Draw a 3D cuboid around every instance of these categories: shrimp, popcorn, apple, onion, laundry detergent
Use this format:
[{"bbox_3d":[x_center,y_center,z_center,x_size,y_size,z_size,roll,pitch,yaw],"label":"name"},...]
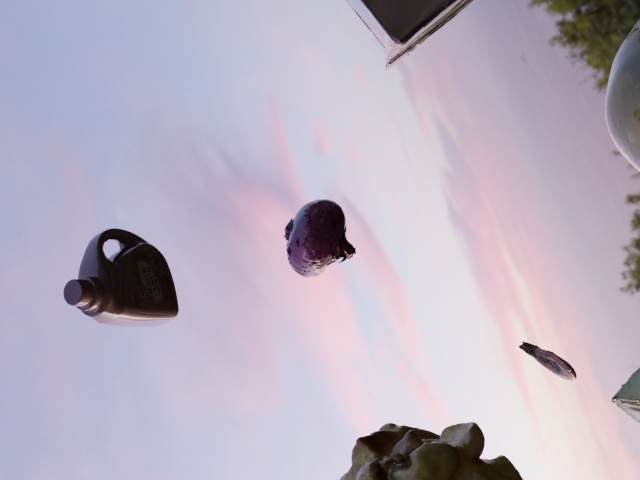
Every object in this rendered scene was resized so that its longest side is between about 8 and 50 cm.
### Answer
[{"bbox_3d":[0.374,0.192,1.368,0.108,0.023,0.059,35,163,29],"label":"shrimp"},{"bbox_3d":[0.119,0.340,0.995,0.215,0.286,0.252,17,-122,-57],"label":"popcorn"},{"bbox_3d":[0.546,-0.207,1.201,0.279,0.279,0.279,56,-163,-27],"label":"apple"},{"bbox_3d":[0.000,0.000,1.158,0.104,0.115,0.115,25,-158,-4],"label":"onion"},{"bbox_3d":[-0.338,0.058,1.375,0.237,0.076,0.171,18,-130,-63],"label":"laundry detergent"}]

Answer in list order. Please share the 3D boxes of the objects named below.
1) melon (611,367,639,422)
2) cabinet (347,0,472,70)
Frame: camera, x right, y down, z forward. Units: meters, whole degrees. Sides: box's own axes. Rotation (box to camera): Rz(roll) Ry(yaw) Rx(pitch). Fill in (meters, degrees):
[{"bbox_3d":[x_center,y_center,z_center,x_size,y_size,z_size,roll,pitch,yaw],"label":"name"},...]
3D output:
[{"bbox_3d":[0.586,0.243,1.204,0.169,0.129,0.265,39,163,-20],"label":"melon"},{"bbox_3d":[0.083,-0.375,0.922,0.290,0.227,0.318,51,-173,-1],"label":"cabinet"}]
